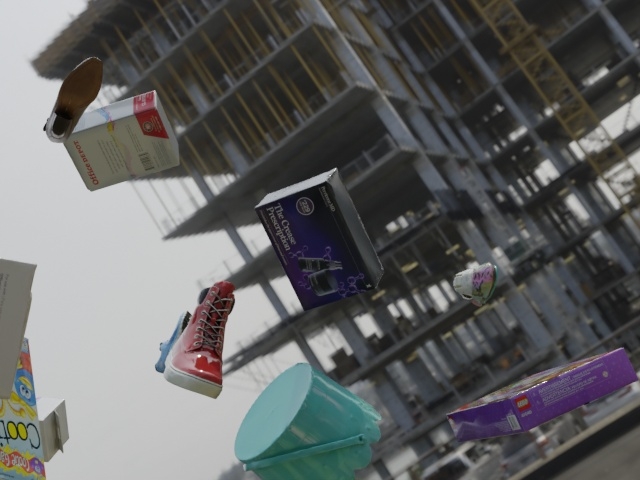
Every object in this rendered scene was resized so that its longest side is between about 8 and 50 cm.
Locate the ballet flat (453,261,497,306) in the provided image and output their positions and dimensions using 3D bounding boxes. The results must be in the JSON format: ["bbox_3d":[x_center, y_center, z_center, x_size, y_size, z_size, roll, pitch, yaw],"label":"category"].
[{"bbox_3d":[0.312,0.092,1.798,0.079,0.077,0.221,9,-11,7],"label":"ballet flat"}]

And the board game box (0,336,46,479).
[{"bbox_3d":[-0.551,0.282,1.397,0.144,0.275,0.142,-26,-31,10],"label":"board game box"}]

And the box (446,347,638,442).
[{"bbox_3d":[0.341,0.251,1.401,0.201,0.057,0.293,-19,-11,-16],"label":"box"}]

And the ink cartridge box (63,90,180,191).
[{"bbox_3d":[-0.358,-0.178,1.582,0.175,0.072,0.127,-16,-50,1],"label":"ink cartridge box"}]

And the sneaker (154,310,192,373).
[{"bbox_3d":[-0.317,0.218,1.899,0.073,0.063,0.162,-9,42,26],"label":"sneaker"}]

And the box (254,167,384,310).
[{"bbox_3d":[0.000,0.000,1.920,0.184,0.261,0.103,-21,15,20],"label":"box"}]

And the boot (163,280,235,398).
[{"bbox_3d":[-0.183,0.154,1.437,0.176,0.088,0.244,-64,17,-1],"label":"boot"}]

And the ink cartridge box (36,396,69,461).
[{"bbox_3d":[-0.558,0.363,1.700,0.143,0.092,0.090,3,19,11],"label":"ink cartridge box"}]

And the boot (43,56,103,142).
[{"bbox_3d":[-0.305,-0.174,1.085,0.118,0.042,0.087,-57,18,2],"label":"boot"}]

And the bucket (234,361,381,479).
[{"bbox_3d":[-0.033,0.400,1.803,0.281,0.183,0.281,-45,17,18],"label":"bucket"}]

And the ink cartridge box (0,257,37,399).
[{"bbox_3d":[-0.484,0.089,1.045,0.233,0.168,0.171,13,-9,-30],"label":"ink cartridge box"}]
